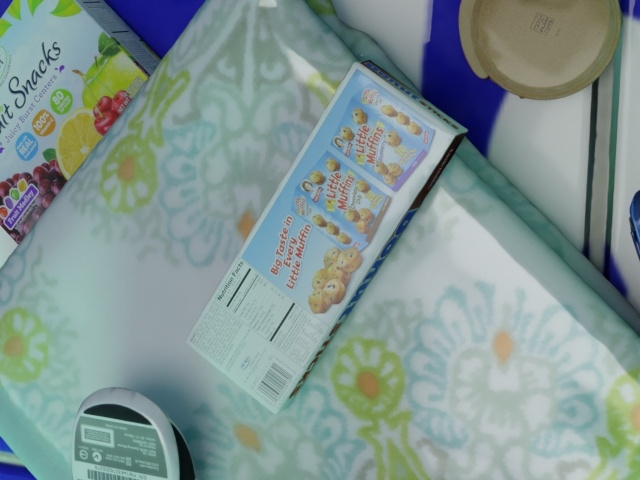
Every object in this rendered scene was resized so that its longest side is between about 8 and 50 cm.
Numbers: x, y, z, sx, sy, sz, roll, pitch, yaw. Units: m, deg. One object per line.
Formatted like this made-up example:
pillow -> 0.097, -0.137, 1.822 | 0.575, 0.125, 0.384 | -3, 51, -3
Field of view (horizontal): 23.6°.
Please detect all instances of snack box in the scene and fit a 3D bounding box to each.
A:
snack box -> -0.165, -0.080, 0.917 | 0.100, 0.037, 0.141 | 46, 114, 12
snack box -> 0.000, 0.000, 0.776 | 0.064, 0.022, 0.178 | 38, 110, 14

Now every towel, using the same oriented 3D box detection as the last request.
towel -> -0.001, 0.081, 0.850 | 0.374, 0.090, 0.320 | 46, 111, 10

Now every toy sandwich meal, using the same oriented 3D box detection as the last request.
toy sandwich meal -> 0.115, -0.109, 0.793 | 0.086, 0.029, 0.085 | 0, 91, 17

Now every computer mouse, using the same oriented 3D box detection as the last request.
computer mouse -> -0.093, 0.167, 0.833 | 0.106, 0.042, 0.193 | 8, 107, 26

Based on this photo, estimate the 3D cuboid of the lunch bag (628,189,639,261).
lunch bag -> 0.190, 0.006, 0.757 | 0.065, 0.067, 0.098 | -17, 91, 25
